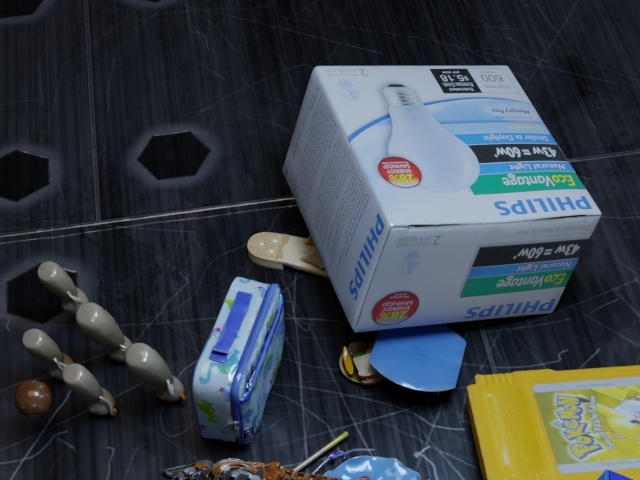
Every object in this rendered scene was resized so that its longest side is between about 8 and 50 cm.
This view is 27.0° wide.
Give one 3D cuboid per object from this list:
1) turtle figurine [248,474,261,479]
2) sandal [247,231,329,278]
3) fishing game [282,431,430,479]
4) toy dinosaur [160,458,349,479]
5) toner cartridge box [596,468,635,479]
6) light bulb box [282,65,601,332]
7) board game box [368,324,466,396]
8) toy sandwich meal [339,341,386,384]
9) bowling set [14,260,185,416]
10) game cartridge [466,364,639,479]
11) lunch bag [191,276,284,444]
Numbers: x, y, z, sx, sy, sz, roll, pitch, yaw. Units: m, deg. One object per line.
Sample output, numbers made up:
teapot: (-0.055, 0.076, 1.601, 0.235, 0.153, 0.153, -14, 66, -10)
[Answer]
turtle figurine: (0.014, 0.460, 1.607, 0.198, 0.266, 0.274, 20, 90, 49)
sandal: (-0.001, 0.005, 2.147, 0.240, 0.079, 0.088, 4, 49, 6)
fishing game: (0.071, 0.374, 1.845, 0.189, 0.041, 0.264, -29, 54, -19)
toy dinosaur: (-0.127, 0.359, 1.802, 0.322, 0.164, 0.218, -28, 33, 6)
toner cartridge box: (0.493, 0.427, 1.669, 0.348, 0.075, 0.165, 23, 40, -6)
light bulb box: (0.176, -0.075, 2.066, 0.358, 0.225, 0.361, -4, 46, -22)
board game box: (0.144, 0.180, 2.013, 0.133, 0.033, 0.168, 15, 35, 6)
toy sandwich meal: (0.068, 0.182, 2.020, 0.086, 0.029, 0.085, -1, 48, 1)
bowling set: (-0.364, 0.186, 1.983, 0.200, 0.154, 0.287, -44, 60, -9)
game cartridge: (0.377, 0.269, 1.859, 0.324, 0.052, 0.285, -2, 28, -1)
lunch bag: (-0.116, 0.173, 1.938, 0.090, 0.176, 0.219, 10, 49, 11)
